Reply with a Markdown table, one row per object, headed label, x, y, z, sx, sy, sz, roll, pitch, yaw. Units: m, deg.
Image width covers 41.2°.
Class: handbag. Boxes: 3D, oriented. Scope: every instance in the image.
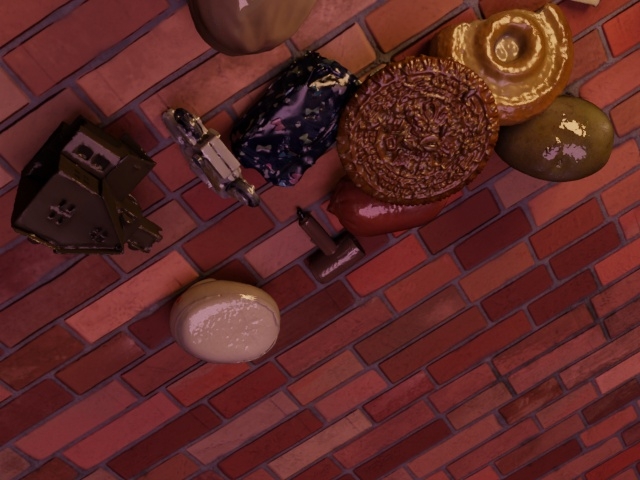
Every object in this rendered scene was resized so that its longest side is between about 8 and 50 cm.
| label | x | y | z | sx | sy | sz | roll | pitch | yaw |
| --- | --- | --- | --- | --- | --- | --- | --- | --- | --- |
| handbag | -0.040 | -0.218 | 1.550 | 0.162 | 0.113 | 0.260 | 34 | 107 | -32 |

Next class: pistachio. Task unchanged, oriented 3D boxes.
| label | x | y | z | sx | sy | sz | roll | pitch | yaw |
| --- | --- | --- | --- | --- | --- | --- | --- | --- | --- |
| pistachio | -0.096 | -0.445 | 1.321 | 0.226 | 0.208 | 0.331 | 28 | 111 | 15 |

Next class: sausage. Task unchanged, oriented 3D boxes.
| label | x | y | z | sx | sy | sz | roll | pitch | yaw |
| --- | --- | --- | --- | --- | --- | --- | --- | --- | --- |
| sausage | 0.138 | -0.082 | 1.693 | 0.255 | 0.148 | 0.148 | -6 | 126 | -14 |

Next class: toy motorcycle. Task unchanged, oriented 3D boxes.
| label | x | y | z | sx | sy | sz | roll | pitch | yaw |
| --- | --- | --- | --- | --- | --- | --- | --- | --- | --- |
| toy motorcycle | -0.200 | -0.147 | 1.539 | 0.074 | 0.151 | 0.228 | -47 | 110 | -14 |

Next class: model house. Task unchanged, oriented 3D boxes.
| label | x | y | z | sx | sy | sz | roll | pitch | yaw |
| --- | --- | --- | --- | --- | --- | --- | --- | --- | --- |
| model house | -0.367 | -0.076 | 1.471 | 0.243 | 0.211 | 0.204 | 36 | 109 | -30 |

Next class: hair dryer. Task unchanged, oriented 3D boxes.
| label | x | y | z | sx | sy | sz | roll | pitch | yaw |
| --- | --- | --- | --- | --- | --- | --- | --- | --- | --- |
| hair dryer | 0.000 | 0.000 | 1.762 | 0.117 | 0.064 | 0.181 | -36 | 120 | 10 |

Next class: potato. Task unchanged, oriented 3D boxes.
| label | x | y | z | sx | sy | sz | roll | pitch | yaw |
| --- | --- | --- | --- | --- | --- | --- | --- | --- | --- |
| potato | 0.454 | -0.207 | 1.699 | 0.252 | 0.174 | 0.159 | 7 | 130 | -6 |

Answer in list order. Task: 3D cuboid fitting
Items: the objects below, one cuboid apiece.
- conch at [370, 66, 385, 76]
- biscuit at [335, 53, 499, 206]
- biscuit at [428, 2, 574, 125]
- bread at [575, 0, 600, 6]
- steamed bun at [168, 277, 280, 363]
| label | x | y | z | sx | sy | sz | roll | pitch | yaw |
| --- | --- | --- | --- | --- | --- | --- | --- | --- | --- |
| conch | 0.131 | -0.283 | 1.601 | 0.085 | 0.056 | 0.076 | 32 | 97 | -35 |
| biscuit | 0.178 | -0.190 | 1.535 | 0.306 | 0.038 | 0.305 | -5 | 123 | -7 |
| biscuit | 0.351 | -0.323 | 1.587 | 0.274 | 0.091 | 0.213 | -20 | 92 | -11 |
| bread | 0.518 | -0.514 | 1.584 | 0.068 | 0.028 | 0.153 | 4 | 124 | -22 |
| steamed bun | -0.200 | 0.160 | 1.754 | 0.228 | 0.130 | 0.177 | 2 | 113 | -19 |
